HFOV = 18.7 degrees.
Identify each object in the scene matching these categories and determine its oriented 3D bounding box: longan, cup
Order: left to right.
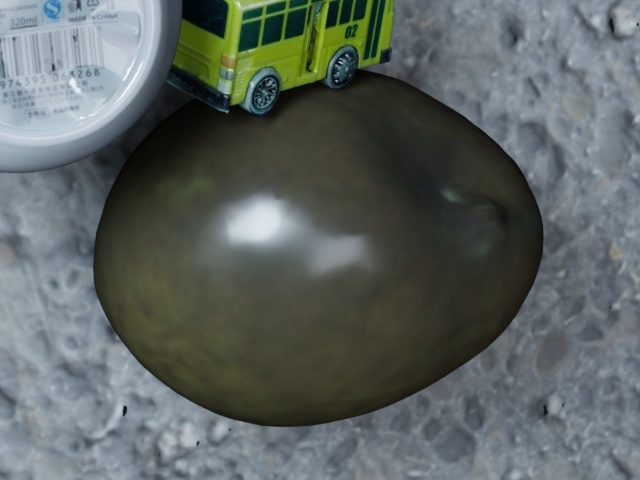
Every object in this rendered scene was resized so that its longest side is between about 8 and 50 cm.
[{"bbox_3d":[-0.222,-0.167,1.268,0.212,0.317,0.212,-8,110,-22],"label":"cup"},{"bbox_3d":[0.000,0.000,1.453,0.350,0.288,0.288,-7,109,-31],"label":"longan"}]

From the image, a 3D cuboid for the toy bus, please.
[{"bbox_3d":[-0.027,-0.156,1.347,0.175,0.088,0.101,-21,130,-44],"label":"toy bus"}]
